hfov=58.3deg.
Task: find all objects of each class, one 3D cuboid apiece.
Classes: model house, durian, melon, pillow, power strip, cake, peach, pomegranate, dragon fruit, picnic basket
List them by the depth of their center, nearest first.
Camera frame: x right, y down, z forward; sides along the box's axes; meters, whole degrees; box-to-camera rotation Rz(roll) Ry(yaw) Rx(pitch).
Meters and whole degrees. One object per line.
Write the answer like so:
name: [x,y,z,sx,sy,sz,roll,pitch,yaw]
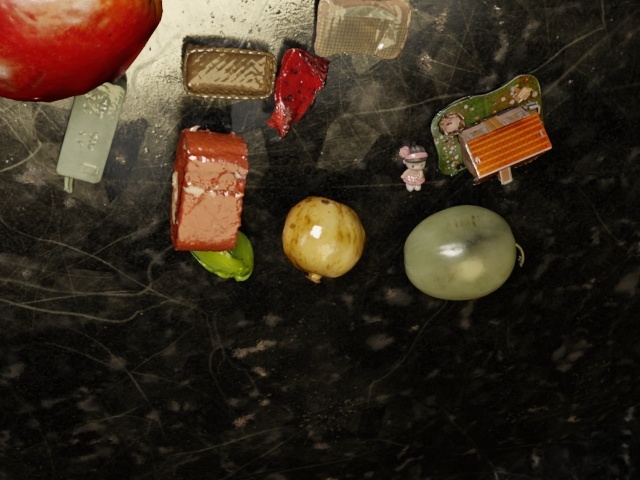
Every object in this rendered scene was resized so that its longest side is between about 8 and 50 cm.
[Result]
peach: [-0.427,-0.395,0.919,0.406,0.335,0.310,-42,126,7]
picnic basket: [-0.191,-0.354,1.201,0.193,0.055,0.110,0,124,-17]
power strip: [-0.491,-0.216,1.213,0.093,0.053,0.288,13,120,-26]
pillow: [0.092,-0.458,1.227,0.211,0.034,0.135,-4,125,-17]
dragon fruit: [-0.039,-0.308,1.255,0.092,0.122,0.192,-18,141,-54]
cake: [-0.251,-0.113,1.267,0.151,0.177,0.283,3,111,-16]
model house: [0.443,-0.254,1.412,0.294,0.154,0.207,-23,130,1]
pomegranate: [0.000,0.000,1.418,0.215,0.215,0.215,-9,127,-11]
durian: [-0.247,0.020,1.439,0.139,0.101,0.250,-14,139,40]
melon: [0.379,0.036,1.545,0.308,0.272,0.272,-33,129,-2]

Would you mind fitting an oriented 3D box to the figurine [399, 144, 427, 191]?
figurine: [0.234,-0.188,1.464,0.072,0.054,0.129,-1,134,2]
